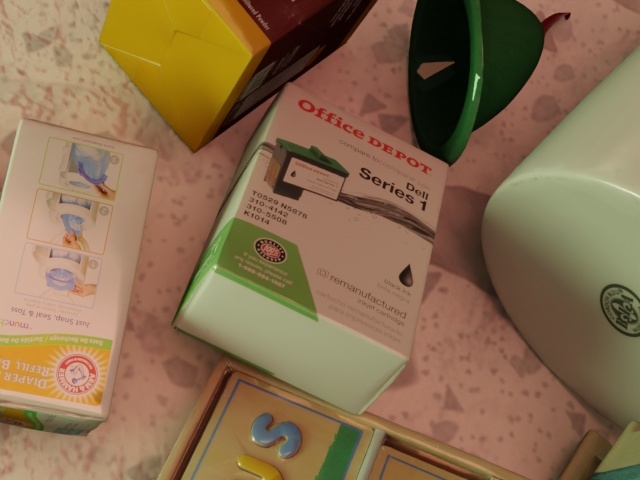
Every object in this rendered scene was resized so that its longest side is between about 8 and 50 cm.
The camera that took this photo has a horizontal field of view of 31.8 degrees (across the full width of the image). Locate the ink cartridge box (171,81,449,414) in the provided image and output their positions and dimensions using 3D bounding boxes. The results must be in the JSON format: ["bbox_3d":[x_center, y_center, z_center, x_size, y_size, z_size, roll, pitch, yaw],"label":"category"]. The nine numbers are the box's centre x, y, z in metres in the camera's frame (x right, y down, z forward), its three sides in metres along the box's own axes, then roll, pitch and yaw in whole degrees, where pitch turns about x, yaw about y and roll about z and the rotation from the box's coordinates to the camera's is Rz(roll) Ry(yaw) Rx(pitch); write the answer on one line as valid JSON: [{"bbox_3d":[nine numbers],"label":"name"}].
[{"bbox_3d":[0.000,0.000,0.876,0.160,0.092,0.219,26,46,-10],"label":"ink cartridge box"}]

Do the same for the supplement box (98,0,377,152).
[{"bbox_3d":[-0.051,-0.204,0.908,0.194,0.191,0.129,-40,89,-26],"label":"supplement box"}]

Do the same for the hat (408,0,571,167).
[{"bbox_3d":[0.186,-0.161,0.982,0.183,0.173,0.208,1,67,-14],"label":"hat"}]

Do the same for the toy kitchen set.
[{"bbox_3d":[0.286,0.254,0.887,0.207,0.166,0.122,40,65,-2],"label":"toy kitchen set"}]

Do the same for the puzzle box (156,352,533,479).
[{"bbox_3d":[-0.027,0.293,0.753,0.272,0.052,0.409,21,54,4],"label":"puzzle box"}]

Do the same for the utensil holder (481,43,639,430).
[{"bbox_3d":[0.367,-0.049,0.934,0.385,0.327,0.327,-41,89,-23],"label":"utensil holder"}]

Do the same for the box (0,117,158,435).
[{"bbox_3d":[-0.195,0.032,0.824,0.103,0.114,0.203,13,69,-16],"label":"box"}]
